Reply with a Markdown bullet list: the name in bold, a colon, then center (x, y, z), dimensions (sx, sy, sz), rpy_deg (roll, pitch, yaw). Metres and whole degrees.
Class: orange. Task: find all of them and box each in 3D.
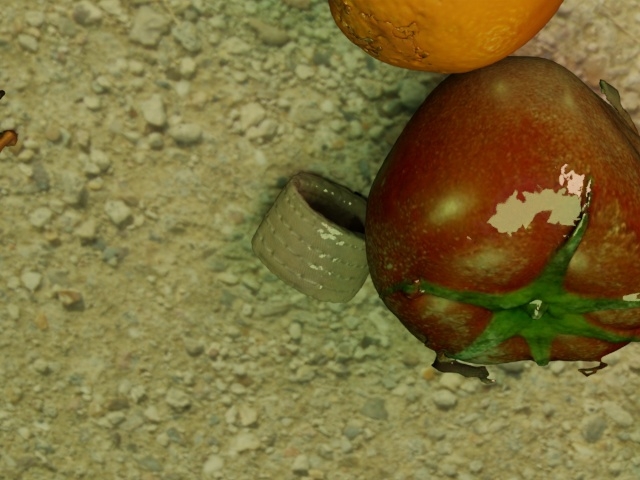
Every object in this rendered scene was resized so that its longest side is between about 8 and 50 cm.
- **orange**: center (0.106, -0.265, 1.479), dimensions (0.246, 0.246, 0.246), rpy_deg (1, 116, 3)

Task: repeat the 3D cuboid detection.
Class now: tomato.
- **tomato**: center (0.191, -0.027, 1.579), dimensions (0.303, 0.239, 0.303), rpy_deg (1, 145, 1)

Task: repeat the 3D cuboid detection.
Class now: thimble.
- **thimble**: center (0.000, 0.000, 1.692), dimensions (0.115, 0.102, 0.090), rpy_deg (38, 116, 18)

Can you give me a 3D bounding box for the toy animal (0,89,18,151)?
- **toy animal**: center (-0.380, -0.046, 1.684), dimensions (0.114, 0.116, 0.255), rpy_deg (24, 115, -10)
